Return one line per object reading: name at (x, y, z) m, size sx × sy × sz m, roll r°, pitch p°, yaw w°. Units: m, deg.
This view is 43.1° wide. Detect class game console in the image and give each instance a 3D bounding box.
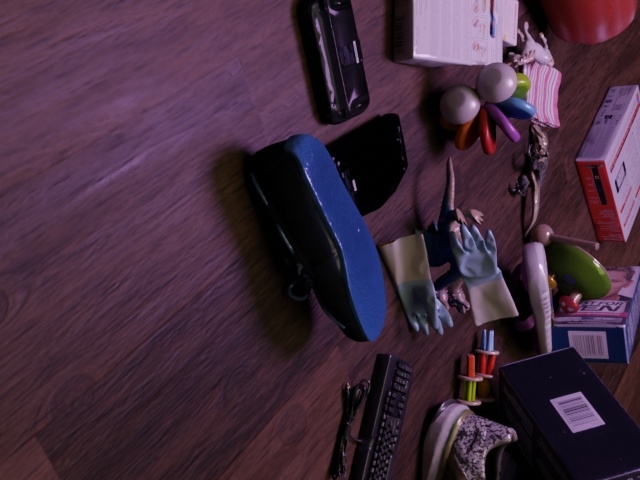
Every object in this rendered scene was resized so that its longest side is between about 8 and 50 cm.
game console at (0.051, -0.217, 1.297) m, size 0.213 × 0.044 × 0.361 m, roll -36°, pitch 121°, yaw -47°

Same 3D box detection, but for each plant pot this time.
plant pot at (0.587, -0.595, 1.795) m, size 0.265 × 0.273 × 0.272 m, roll 49°, pitch 56°, yaw -52°

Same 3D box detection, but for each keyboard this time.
keyboard at (0.087, 0.352, 1.400) m, size 0.201 × 0.033 × 0.317 m, roll 29°, pitch 70°, yaw -49°

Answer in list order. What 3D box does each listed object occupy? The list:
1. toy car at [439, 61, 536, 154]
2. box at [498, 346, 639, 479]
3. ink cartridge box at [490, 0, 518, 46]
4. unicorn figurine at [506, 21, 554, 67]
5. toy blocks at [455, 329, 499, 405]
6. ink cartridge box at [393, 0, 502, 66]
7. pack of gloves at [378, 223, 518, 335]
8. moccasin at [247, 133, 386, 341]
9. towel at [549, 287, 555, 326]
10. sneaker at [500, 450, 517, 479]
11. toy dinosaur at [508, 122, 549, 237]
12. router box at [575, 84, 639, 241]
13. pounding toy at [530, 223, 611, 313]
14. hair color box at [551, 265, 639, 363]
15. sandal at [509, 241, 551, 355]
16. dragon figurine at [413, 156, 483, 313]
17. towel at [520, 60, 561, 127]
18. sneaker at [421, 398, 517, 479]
toy car at (0.321, -0.234, 1.517) m, size 0.159 × 0.182 × 0.136 m, roll 24°, pitch 39°, yaw -63°
box at (0.513, 0.453, 1.647) m, size 0.179 × 0.343 × 0.312 m, roll -13°, pitch 124°, yaw -8°
ink cartridge box at (0.323, -0.432, 1.587) m, size 0.143 × 0.090 × 0.092 m, roll 3°, pitch 91°, yaw -52°
unicorn figurine at (0.460, -0.419, 1.776) m, size 0.162 × 0.060 × 0.111 m, roll 6°, pitch 60°, yaw -25°
toy blocks at (0.328, 0.261, 1.682) m, size 0.123 × 0.054 × 0.148 m, roll 5°, pitch 89°, yaw -53°
ink cartridge box at (0.232, -0.408, 1.461) m, size 0.232 × 0.066 × 0.189 m, roll -3°, pitch 95°, yaw -41°
pack of gloves at (0.230, 0.083, 1.430) m, size 0.046 × 0.195 × 0.232 m, roll -83°, pitch 153°, yaw -54°
moccasin at (0.000, 0.000, 1.196) m, size 0.137 × 0.117 × 0.342 m, roll -52°, pitch 127°, yaw -52°
towel at (0.529, 0.154, 1.858) m, size 0.060 × 0.009 × 0.083 m, roll 61°, pitch 27°, yaw -62°
sneaker at (0.404, 0.614, 1.667) m, size 0.127 × 0.208 × 0.319 m, roll 77°, pitch 33°, yaw -72°
toy dinosaur at (0.484, -0.144, 1.847) m, size 0.118 × 0.064 × 0.268 m, roll 14°, pitch 85°, yaw -58°
router box at (0.832, -0.215, 2.267) m, size 0.335 × 0.082 × 0.301 m, roll -55°, pitch 133°, yaw -33°
pounding toy at (0.569, 0.083, 1.898) m, size 0.110 × 0.183 × 0.237 m, roll -47°, pitch 135°, yaw -15°
hair color box at (0.690, 0.176, 2.002) m, size 0.347 × 0.174 × 0.105 m, roll -39°, pitch 122°, yaw -56°
sandal at (0.455, 0.127, 1.798) m, size 0.416 × 0.102 × 0.169 m, roll 66°, pitch 24°, yaw -54°
dragon figurine at (0.232, 0.001, 1.510) m, size 0.085 × 0.144 × 0.289 m, roll -19°, pitch 89°, yaw -48°
towel at (0.515, -0.347, 1.892) m, size 0.197 × 0.029 × 0.144 m, roll 5°, pitch 88°, yaw -52°
sneaker at (0.280, 0.518, 1.538) m, size 0.158 × 0.182 × 0.410 m, roll 12°, pitch 84°, yaw -52°
